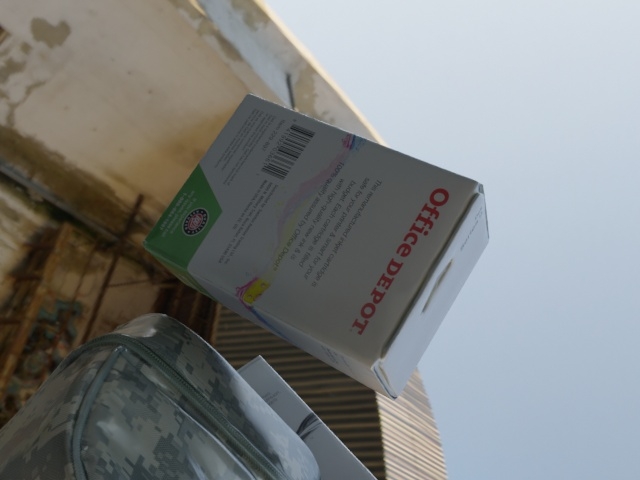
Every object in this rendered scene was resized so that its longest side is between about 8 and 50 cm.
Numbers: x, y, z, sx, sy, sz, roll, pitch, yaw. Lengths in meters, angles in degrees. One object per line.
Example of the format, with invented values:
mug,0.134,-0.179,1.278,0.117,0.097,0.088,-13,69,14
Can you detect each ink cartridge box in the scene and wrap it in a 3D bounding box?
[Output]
ink cartridge box,0.000,0.000,0.578,0.212,0.093,0.154,24,-107,27
ink cartridge box,-0.020,0.238,0.709,0.092,0.158,0.218,-35,-124,-24

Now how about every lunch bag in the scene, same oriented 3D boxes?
lunch bag,-0.161,0.220,0.454,0.305,0.212,0.256,-44,179,7
